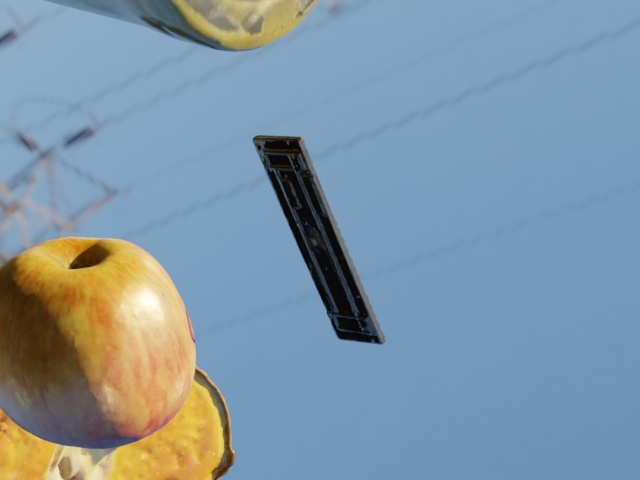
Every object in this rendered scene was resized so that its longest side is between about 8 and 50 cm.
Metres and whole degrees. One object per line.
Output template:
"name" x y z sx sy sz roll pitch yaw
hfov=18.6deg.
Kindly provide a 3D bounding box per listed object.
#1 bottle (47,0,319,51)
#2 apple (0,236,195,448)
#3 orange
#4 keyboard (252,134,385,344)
"bottle" -0.156 -0.219 1.067 0.351 0.171 0.171 19 -122 38
"apple" -0.158 0.064 1.309 0.146 0.131 0.146 -2 -150 1
"orange" -0.249 0.196 1.729 0.274 0.274 0.310 -21 -175 28
"keyboard" 0.000 0.000 1.672 0.013 0.204 0.061 -38 -154 -32
